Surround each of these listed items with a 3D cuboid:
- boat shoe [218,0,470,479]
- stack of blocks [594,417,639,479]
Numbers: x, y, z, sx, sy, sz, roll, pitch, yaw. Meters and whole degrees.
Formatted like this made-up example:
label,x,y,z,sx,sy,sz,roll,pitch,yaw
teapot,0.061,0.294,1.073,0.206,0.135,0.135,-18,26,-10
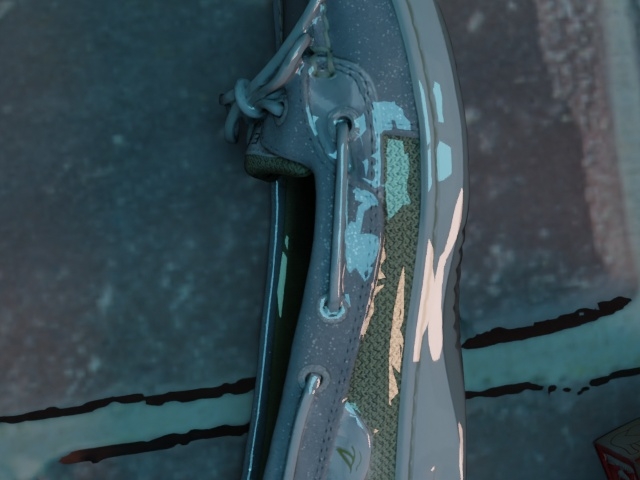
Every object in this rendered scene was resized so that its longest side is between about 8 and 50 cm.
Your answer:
label,x,y,z,sx,sy,sz,roll,pitch,yaw
boat shoe,-0.001,0.001,0.372,0.103,0.118,0.321,-4,97,-14
stack of blocks,0.254,0.229,0.381,0.087,0.171,0.297,-22,93,-9
